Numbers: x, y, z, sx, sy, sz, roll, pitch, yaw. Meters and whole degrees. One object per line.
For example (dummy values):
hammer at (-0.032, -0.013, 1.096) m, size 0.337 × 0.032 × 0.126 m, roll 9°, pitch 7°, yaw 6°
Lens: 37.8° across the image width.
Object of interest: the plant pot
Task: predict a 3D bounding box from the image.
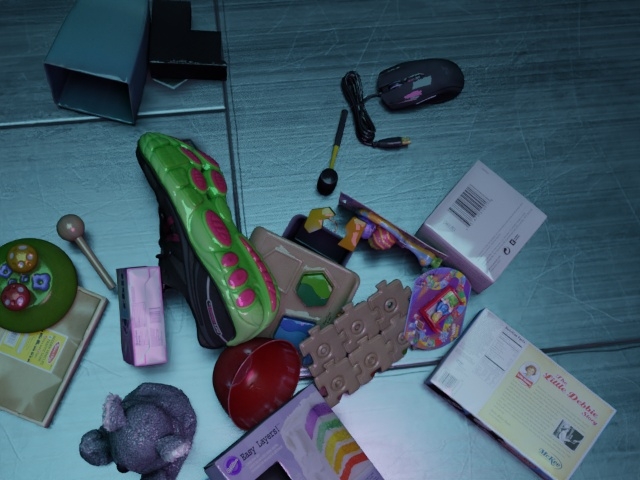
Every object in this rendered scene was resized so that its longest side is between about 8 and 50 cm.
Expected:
plant pot at (-0.422, -0.387, 1.857) m, size 0.166 × 0.165 × 0.234 m, roll 13°, pitch 69°, yaw -2°

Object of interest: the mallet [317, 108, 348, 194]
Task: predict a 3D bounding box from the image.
mallet at (0.029, -0.180, 1.912) m, size 0.039 × 0.062 × 0.189 m, roll 15°, pitch 60°, yaw -3°

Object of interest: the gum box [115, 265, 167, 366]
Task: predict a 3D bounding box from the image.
gum box at (-0.332, 0.142, 1.731) m, size 0.062 × 0.107 × 0.188 m, roll -4°, pitch 90°, yaw -23°

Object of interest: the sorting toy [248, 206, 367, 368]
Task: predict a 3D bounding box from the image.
sorting toy at (-0.047, 0.070, 1.770) m, size 0.229 × 0.041 × 0.307 m, roll 27°, pitch 101°, yaw 3°

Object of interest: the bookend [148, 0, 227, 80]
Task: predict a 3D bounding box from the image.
bookend at (-0.269, -0.417, 1.921) m, size 0.156 × 0.072 × 0.157 m, roll 1°, pitch 75°, yaw -6°

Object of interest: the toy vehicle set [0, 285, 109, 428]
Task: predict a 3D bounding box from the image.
toy vehicle set at (-0.533, 0.198, 1.760) m, size 0.166 × 0.035 × 0.266 m, roll 23°, pitch 75°, yaw 1°

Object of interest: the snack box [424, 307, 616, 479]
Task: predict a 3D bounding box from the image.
snack box at (0.385, 0.302, 1.804) m, size 0.322 × 0.060 × 0.187 m, roll 39°, pitch 76°, yaw 5°

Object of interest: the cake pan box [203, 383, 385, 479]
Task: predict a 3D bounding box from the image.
cake pan box at (-0.043, 0.429, 1.674) m, size 0.267 × 0.070 × 0.245 m, roll -33°, pitch 83°, yaw -35°

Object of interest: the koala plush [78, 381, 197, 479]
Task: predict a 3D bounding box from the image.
koala plush at (-0.312, 0.338, 1.648) m, size 0.196 × 0.221 × 0.203 m, roll 32°, pitch 75°, yaw 4°

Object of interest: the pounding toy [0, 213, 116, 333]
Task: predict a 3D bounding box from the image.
pounding toy at (-0.522, 0.060, 1.719) m, size 0.237 × 0.110 × 0.182 m, roll -29°, pitch 80°, yaw -11°

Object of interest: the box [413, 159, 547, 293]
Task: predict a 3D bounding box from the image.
box at (0.312, -0.025, 1.850) m, size 0.182 × 0.119 × 0.181 m, roll 40°, pitch 76°, yaw 5°

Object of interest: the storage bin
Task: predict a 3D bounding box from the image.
storage bin at (0.000, 0.000, 1.821) m, size 0.135 × 0.091 × 0.098 m, roll 30°, pitch 101°, yaw 2°

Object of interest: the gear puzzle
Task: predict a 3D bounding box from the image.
gear puzzle at (0.110, 0.163, 1.790) m, size 0.339 × 0.044 × 0.175 m, roll -32°, pitch 117°, yaw -18°

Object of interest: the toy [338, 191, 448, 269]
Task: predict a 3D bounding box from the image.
toy at (0.128, -0.005, 1.821) m, size 0.237 × 0.137 × 0.056 m, roll 29°, pitch 82°, yaw 3°

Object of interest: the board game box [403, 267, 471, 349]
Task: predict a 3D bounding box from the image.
board game box at (0.234, 0.137, 1.799) m, size 0.133 × 0.033 × 0.168 m, roll 4°, pitch 105°, yaw -26°

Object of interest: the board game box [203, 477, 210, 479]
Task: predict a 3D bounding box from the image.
board game box at (-0.205, 0.489, 1.680) m, size 0.154 × 0.026 × 0.103 m, roll -30°, pitch 62°, yaw 0°

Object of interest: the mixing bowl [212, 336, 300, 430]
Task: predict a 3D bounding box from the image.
mixing bowl at (-0.133, 0.249, 1.731) m, size 0.098 × 0.181 × 0.181 m, roll 24°, pitch 71°, yaw 39°

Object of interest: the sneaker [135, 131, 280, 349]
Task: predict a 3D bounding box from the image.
sneaker at (-0.255, -0.009, 1.753) m, size 0.202 × 0.185 × 0.482 m, roll -41°, pitch 59°, yaw 26°

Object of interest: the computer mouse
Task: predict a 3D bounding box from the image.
computer mouse at (0.184, -0.290, 1.936) m, size 0.262 × 0.060 × 0.184 m, roll -8°, pitch 76°, yaw -7°
